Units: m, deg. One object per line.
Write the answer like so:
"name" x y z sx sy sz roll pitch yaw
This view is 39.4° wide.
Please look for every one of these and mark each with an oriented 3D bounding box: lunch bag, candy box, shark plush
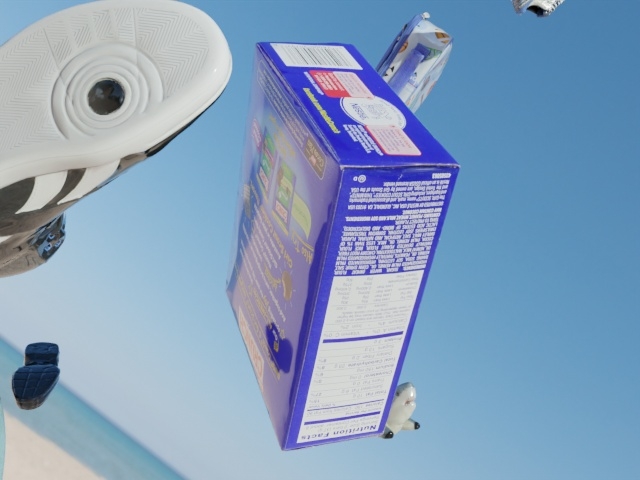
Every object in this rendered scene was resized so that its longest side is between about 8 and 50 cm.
"lunch bag" 0.153 -0.312 1.804 0.115 0.303 0.243 34 9 4
"candy box" 0.000 0.000 0.893 0.268 0.122 0.317 -119 -146 -51
"shark plush" 0.072 0.236 1.240 0.161 0.073 0.067 -18 -99 51

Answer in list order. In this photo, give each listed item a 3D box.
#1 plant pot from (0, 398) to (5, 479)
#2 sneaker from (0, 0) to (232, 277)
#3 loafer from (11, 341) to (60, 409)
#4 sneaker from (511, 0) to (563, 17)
"plant pot" -0.508 0.236 1.014 0.252 0.247 0.248 46 10 23
"sneaker" -0.139 -0.045 0.473 0.121 0.217 0.079 58 8 -75
"loafer" -0.387 0.197 1.230 0.062 0.061 0.170 3 15 -7
"sneaker" 0.391 -0.413 1.549 0.052 0.135 0.058 144 -62 -78
